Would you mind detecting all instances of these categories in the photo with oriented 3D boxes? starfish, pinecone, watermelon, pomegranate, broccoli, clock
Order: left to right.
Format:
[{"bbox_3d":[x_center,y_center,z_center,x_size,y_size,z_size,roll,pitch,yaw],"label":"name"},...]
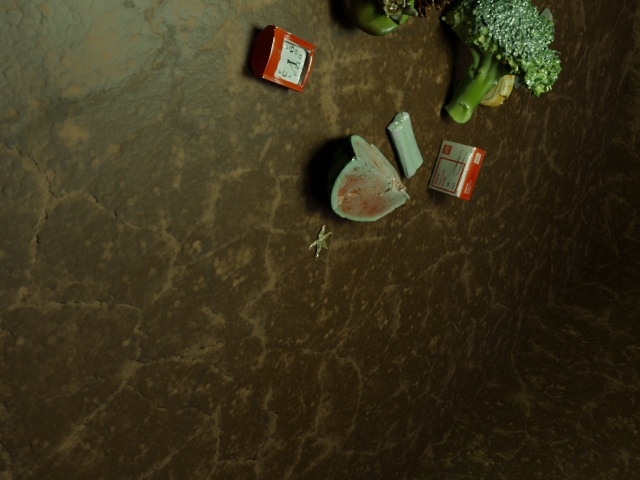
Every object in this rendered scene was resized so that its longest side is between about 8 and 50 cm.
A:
[{"bbox_3d":[-0.084,-0.407,1.316,0.155,0.061,0.113,3,107,-54],"label":"clock"},{"bbox_3d":[0.000,0.000,1.665,0.092,0.016,0.086,-29,127,-34],"label":"starfish"},{"bbox_3d":[0.110,-0.172,1.567,0.305,0.180,0.224,25,78,-54],"label":"watermelon"},{"bbox_3d":[0.147,-0.567,1.365,0.181,0.224,0.182,-8,122,-13],"label":"pomegranate"},{"bbox_3d":[0.273,-0.663,1.518,0.173,0.173,0.174,-26,127,-40],"label":"pinecone"},{"bbox_3d":[0.486,-0.576,1.772,0.274,0.397,0.353,1,82,-21],"label":"broccoli"}]

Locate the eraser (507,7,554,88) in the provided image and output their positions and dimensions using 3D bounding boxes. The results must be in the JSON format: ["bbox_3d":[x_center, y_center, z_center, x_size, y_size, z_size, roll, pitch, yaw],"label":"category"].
[{"bbox_3d":[0.787,-0.716,2.173,0.352,0.061,0.089,-54,142,-14],"label":"eraser"}]

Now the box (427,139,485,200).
[{"bbox_3d":[0.458,-0.238,1.980,0.099,0.133,0.182,6,106,-49],"label":"box"}]

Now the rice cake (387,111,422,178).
[{"bbox_3d":[0.261,-0.291,1.795,0.080,0.042,0.222,-47,140,-16],"label":"rice cake"}]

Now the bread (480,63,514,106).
[{"bbox_3d":[0.597,-0.533,1.998,0.073,0.122,0.149,0,108,-46],"label":"bread"}]
